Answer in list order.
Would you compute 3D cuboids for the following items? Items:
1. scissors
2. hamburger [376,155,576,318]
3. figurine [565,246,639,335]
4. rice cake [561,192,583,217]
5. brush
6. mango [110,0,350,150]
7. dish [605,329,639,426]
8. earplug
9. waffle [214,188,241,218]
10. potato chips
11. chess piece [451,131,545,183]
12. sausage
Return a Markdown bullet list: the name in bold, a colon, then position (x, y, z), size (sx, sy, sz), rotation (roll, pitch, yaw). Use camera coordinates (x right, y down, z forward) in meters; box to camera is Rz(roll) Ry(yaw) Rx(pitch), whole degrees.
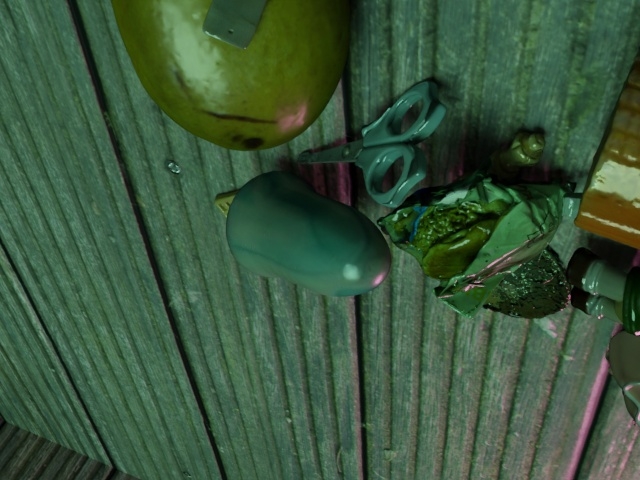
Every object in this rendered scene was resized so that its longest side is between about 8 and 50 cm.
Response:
- **scissors**: position (0.056, -0.136, 1.340), size (0.029, 0.191, 0.360), rotation (25, 167, -31)
- **hamburger**: position (0.223, 0.009, 1.273), size (0.275, 0.151, 0.260), rotation (7, 149, -34)
- **figurine**: position (0.531, 0.091, 1.241), size (0.369, 0.167, 0.281), rotation (14, 139, 36)
- **rice cake**: position (0.421, -0.043, 1.212), size (0.180, 0.030, 0.042), rotation (1, 113, 7)
- **brush**: position (-0.048, -0.374, 0.998), size (0.060, 0.321, 0.050), rotation (19, -168, -21)
- **mango**: position (-0.117, -0.328, 1.127), size (0.301, 0.221, 0.445), rotation (-7, 122, 0)
- **dish**: position (0.561, 0.245, 1.464), size (0.213, 0.090, 0.213), rotation (19, 143, 15)
- **earplug**: position (0.000, 0.000, 1.391), size (0.185, 0.185, 0.324), rotation (52, 163, -28)
- **waffle**: position (-0.129, -0.034, 1.679), size (0.097, 0.023, 0.153), rotation (-9, 128, 43)
- **potato chips**: position (0.305, 0.063, 1.481), size (0.219, 0.029, 0.202), rotation (6, 141, 28)
- **chess piece**: position (0.261, -0.104, 1.286), size (0.060, 0.060, 0.172), rotation (38, 142, -11)
- **sausage**: position (0.464, -0.076, 1.027), size (0.287, 0.233, 0.233), rotation (20, 144, 11)
